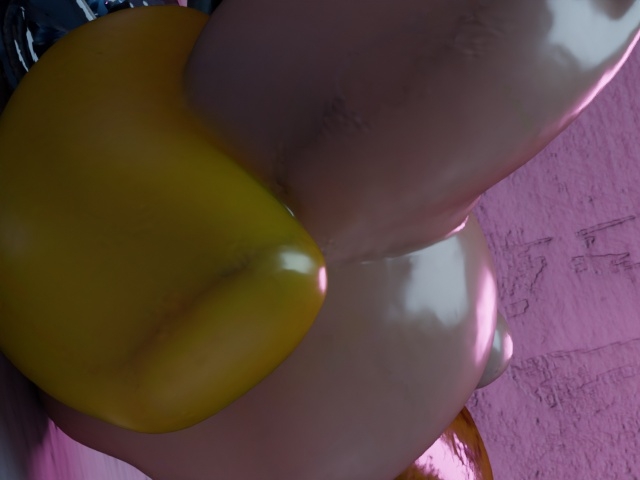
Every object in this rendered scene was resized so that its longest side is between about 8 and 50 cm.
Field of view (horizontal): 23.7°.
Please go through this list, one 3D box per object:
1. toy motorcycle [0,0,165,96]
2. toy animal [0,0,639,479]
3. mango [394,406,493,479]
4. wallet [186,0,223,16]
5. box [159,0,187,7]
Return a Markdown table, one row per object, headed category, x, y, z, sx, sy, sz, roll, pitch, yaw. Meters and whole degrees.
| category | x | y | z | sx | sy | sz | roll | pitch | yaw |
| --- | --- | --- | --- | --- | --- | --- | --- | --- | --- |
| toy motorcycle | -0.162 | -0.189 | 0.891 | 0.182 | 0.123 | 0.272 | -28 | 100 | -66 |
| toy animal | -0.011 | -0.007 | 0.761 | 0.277 | 0.345 | 0.247 | 20 | -32 | 50 |
| mango | 0.032 | 0.199 | 1.385 | 0.378 | 0.221 | 0.264 | 58 | 11 | -61 |
| wallet | -0.094 | -0.035 | 1.042 | 0.342 | 0.075 | 0.237 | -98 | -163 | -66 |
| box | -0.181 | -0.285 | 1.161 | 0.203 | 0.106 | 0.252 | 63 | 12 | -77 |
